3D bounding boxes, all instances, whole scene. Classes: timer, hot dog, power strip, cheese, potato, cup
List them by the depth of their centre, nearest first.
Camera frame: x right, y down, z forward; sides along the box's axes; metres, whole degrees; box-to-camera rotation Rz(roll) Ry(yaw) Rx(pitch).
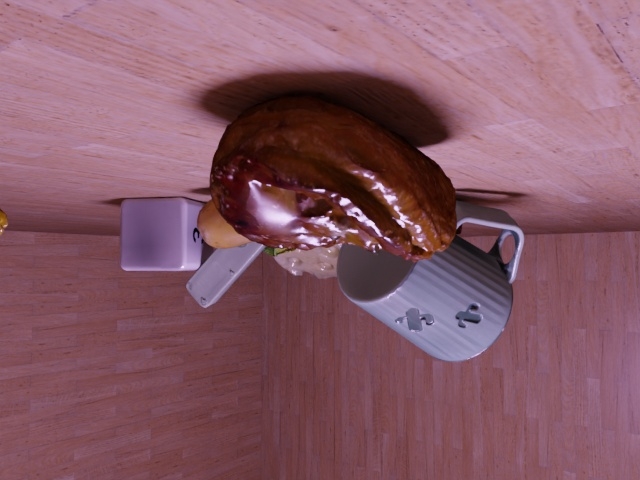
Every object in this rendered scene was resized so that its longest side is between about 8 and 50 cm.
[{"bbox_3d":[0.032,-0.062,0.727,0.266,0.175,0.387,1,179,27],"label":"hot dog"},{"bbox_3d":[-0.178,-0.053,1.336,0.233,0.146,0.150,-15,-145,14],"label":"potato"},{"bbox_3d":[0.283,0.067,1.441,0.392,0.401,0.310,31,174,-38],"label":"cup"},{"bbox_3d":[-0.218,0.027,1.523,0.385,0.091,0.062,-46,171,22],"label":"power strip"},{"bbox_3d":[-0.420,-0.013,1.578,0.194,0.193,0.195,0,178,13],"label":"timer"},{"bbox_3d":[-0.002,0.026,1.889,0.326,0.115,0.318,19,148,-5],"label":"cheese"}]

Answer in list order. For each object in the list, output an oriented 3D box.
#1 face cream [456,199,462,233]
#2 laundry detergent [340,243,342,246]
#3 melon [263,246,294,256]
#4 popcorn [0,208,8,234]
[{"bbox_3d":[0.271,-0.061,1.546,0.213,0.096,0.096,-1,177,6],"label":"face cream"},{"bbox_3d":[0.194,-0.036,1.800,0.335,0.088,0.159,-1,139,-52],"label":"laundry detergent"},{"bbox_3d":[-0.076,-0.050,1.625,0.265,0.129,0.169,-15,-159,-41],"label":"melon"},{"bbox_3d":[-0.810,-0.055,1.298,0.167,0.149,0.152,-12,164,-46],"label":"popcorn"}]
